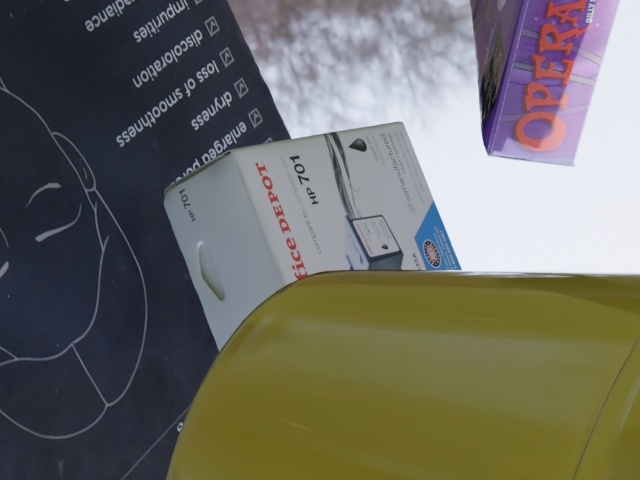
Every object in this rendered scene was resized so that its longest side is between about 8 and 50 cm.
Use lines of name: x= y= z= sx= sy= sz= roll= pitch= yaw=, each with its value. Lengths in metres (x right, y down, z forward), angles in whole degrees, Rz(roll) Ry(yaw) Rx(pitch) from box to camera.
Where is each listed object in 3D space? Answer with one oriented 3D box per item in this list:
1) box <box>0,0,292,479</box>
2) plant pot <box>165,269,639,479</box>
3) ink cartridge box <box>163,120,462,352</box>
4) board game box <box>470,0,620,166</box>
box: x=-0.271 y=-0.017 z=1.206 sx=0.297 sy=0.471 sz=0.480 roll=-10 pitch=-155 yaw=39
plant pot: x=0.085 y=0.113 z=0.527 sx=0.239 sy=0.254 sz=0.254 roll=13 pitch=-136 yaw=32
ink cartridge box: x=0.000 y=0.000 z=1.073 sx=0.082 sy=0.139 sz=0.191 roll=-27 pitch=172 yaw=40
board game box: x=0.118 y=-0.230 z=0.641 sx=0.056 sy=0.346 sz=0.208 roll=4 pitch=-142 yaw=-7
